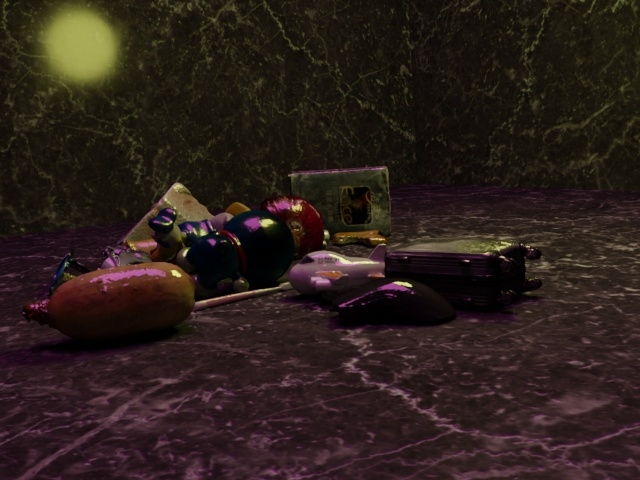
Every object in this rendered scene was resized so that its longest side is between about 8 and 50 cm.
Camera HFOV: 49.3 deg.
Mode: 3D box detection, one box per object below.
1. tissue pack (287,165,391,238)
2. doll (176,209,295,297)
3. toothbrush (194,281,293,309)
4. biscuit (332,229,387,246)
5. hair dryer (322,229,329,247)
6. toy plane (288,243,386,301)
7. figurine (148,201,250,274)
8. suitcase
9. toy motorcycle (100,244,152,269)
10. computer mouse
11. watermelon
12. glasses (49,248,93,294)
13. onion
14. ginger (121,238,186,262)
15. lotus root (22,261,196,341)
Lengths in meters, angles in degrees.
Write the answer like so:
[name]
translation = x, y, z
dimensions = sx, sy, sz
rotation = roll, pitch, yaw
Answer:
[tissue pack]
translation = 0.075, -0.135, 2.529
dimensions = 0.361, 0.259, 0.122
rotation = -1, 13, 9
[doll]
translation = -0.192, 0.030, 1.788
dimensions = 0.322, 0.198, 0.186
rotation = -24, -16, -45
[toothbrush]
translation = -0.181, 0.133, 1.696
dimensions = 0.286, 0.020, 0.025
rotation = -10, 8, -36
[biscuit]
translation = 0.131, -0.003, 2.368
dimensions = 0.183, 0.039, 0.174
rotation = -4, 11, 2
[hair dryer]
translation = 0.000, 0.000, 2.399
dimensions = 0.082, 0.047, 0.137
rotation = -6, 15, -16
[toy plane]
translation = 0.045, 0.073, 1.663
dimensions = 0.244, 0.117, 0.245
rotation = -4, 10, 1
[figurine]
translation = -0.370, -0.014, 1.910
dimensions = 0.283, 0.204, 0.338
rotation = -27, -22, 18
[suitcase]
translation = 0.307, 0.065, 1.538
dimensions = 0.312, 0.128, 0.202
rotation = 2, 10, 38
[toy motorcycle]
translation = -0.540, 0.069, 1.909
dimensions = 0.159, 0.106, 0.270
rotation = 13, 10, -34
[computer mouse]
translation = 0.143, 0.120, 1.437
dimensions = 0.264, 0.088, 0.147
rotation = -5, 6, 12
[watermelon]
translation = -0.501, -0.067, 2.366
dimensions = 0.387, 0.258, 0.228
rotation = -5, 10, -29
[glasses]
translation = -0.674, 0.079, 2.011
dimensions = 0.207, 0.102, 0.239
rotation = -7, 9, -16
[onion]
translation = -0.089, -0.047, 2.244
dimensions = 0.206, 0.207, 0.216
rotation = -9, 15, -7
[ginger]
translation = -0.412, 0.007, 2.152
dimensions = 0.375, 0.166, 0.236
rotation = 7, 23, -1
[lotus root]
translation = -0.426, 0.131, 1.424
dimensions = 0.342, 0.151, 0.169
rotation = -11, -5, -15
